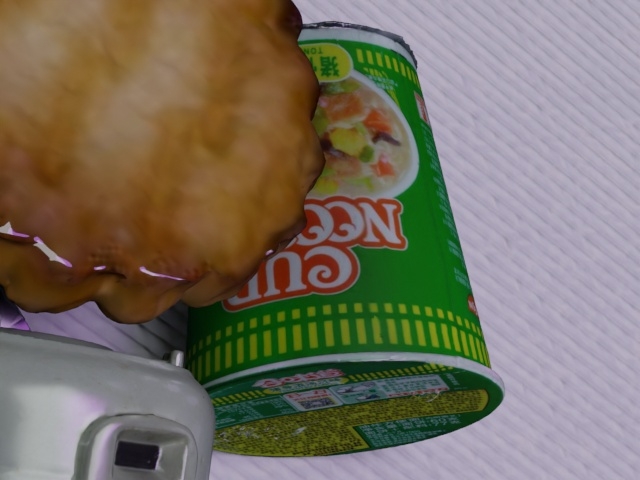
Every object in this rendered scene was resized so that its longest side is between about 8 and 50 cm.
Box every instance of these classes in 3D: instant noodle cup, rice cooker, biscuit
[{"bbox_3d":[0.000,0.000,1.118,0.207,0.207,0.232,7,65,-29],"label":"instant noodle cup"},{"bbox_3d":[-0.168,0.162,0.931,0.226,0.226,0.244,14,82,-27],"label":"rice cooker"},{"bbox_3d":[-0.149,-0.094,0.970,0.326,0.107,0.325,19,50,-24],"label":"biscuit"}]

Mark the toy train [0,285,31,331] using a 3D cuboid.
[{"bbox_3d":[-0.244,-0.001,1.047,0.055,0.048,0.252,-40,104,-22],"label":"toy train"}]
